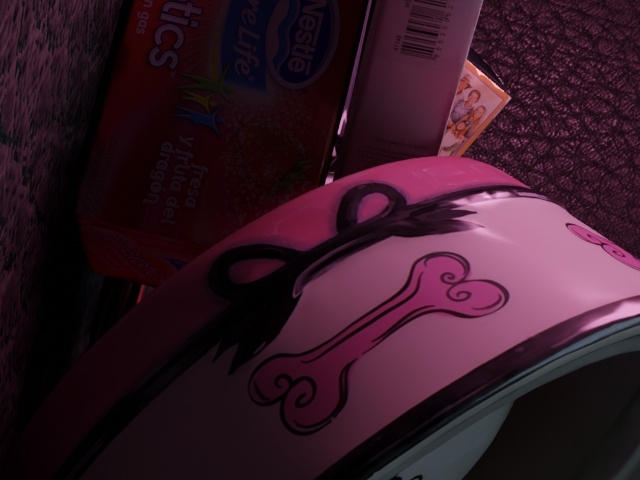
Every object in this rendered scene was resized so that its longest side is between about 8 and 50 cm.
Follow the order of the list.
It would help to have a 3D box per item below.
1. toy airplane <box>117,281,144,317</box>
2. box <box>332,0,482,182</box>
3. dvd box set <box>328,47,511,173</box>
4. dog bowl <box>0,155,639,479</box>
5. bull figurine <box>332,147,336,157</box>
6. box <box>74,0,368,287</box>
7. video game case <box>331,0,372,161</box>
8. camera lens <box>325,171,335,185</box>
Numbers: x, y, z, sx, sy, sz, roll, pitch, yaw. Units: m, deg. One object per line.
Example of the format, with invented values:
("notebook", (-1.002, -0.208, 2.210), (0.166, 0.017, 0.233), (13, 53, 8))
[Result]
("toy airplane", (-0.116, 0.011, 1.144), (0.151, 0.028, 0.151), (16, 90, -89))
("box", (0.063, -0.167, 1.014), (0.322, 0.058, 0.232), (-76, 180, -49))
("dvd box set", (0.000, 0.000, 1.535), (0.420, 0.062, 0.307), (-49, -175, 9))
("dog bowl", (0.009, 0.124, 0.913), (0.408, 0.150, 0.408), (-31, 154, -16))
("bull figurine", (-0.030, -0.157, 1.507), (0.310, 0.101, 0.188), (37, 51, -86))
("box", (-0.043, -0.101, 0.969), (0.128, 0.122, 0.257), (105, -1, -74))
("video game case", (-0.024, -0.121, 1.727), (0.274, 0.026, 0.196), (-40, -147, 54))
("camera lens", (-0.021, 0.103, 1.238), (0.219, 0.219, 0.274), (-76, -167, -46))
